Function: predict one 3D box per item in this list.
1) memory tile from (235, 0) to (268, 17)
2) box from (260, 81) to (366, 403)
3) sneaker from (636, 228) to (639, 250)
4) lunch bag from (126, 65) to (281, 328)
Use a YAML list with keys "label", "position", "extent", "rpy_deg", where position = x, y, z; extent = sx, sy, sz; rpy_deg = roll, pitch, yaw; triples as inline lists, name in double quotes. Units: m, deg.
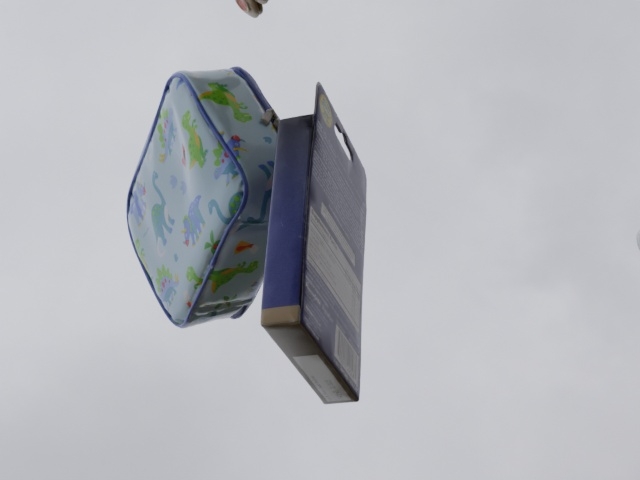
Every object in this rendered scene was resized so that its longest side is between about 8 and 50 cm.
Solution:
- label: "memory tile"
  position: [-0.076, -0.251, 0.899]
  extent: [0.012, 0.148, 0.113]
  rpy_deg: [-40, -86, -16]
- label: "box"
  position: [0.000, 0.000, 0.845]
  extent: [0.136, 0.037, 0.225]
  rpy_deg: [58, -150, -51]
- label: "sneaker"
  position: [0.397, -0.047, 0.916]
  extent: [0.256, 0.094, 0.151]
  rpy_deg: [-17, -27, -42]
- label: "lunch bag"
  position: [-0.103, -0.042, 0.982]
  extent: [0.090, 0.176, 0.219]
  rpy_deg: [-9, -36, -35]
